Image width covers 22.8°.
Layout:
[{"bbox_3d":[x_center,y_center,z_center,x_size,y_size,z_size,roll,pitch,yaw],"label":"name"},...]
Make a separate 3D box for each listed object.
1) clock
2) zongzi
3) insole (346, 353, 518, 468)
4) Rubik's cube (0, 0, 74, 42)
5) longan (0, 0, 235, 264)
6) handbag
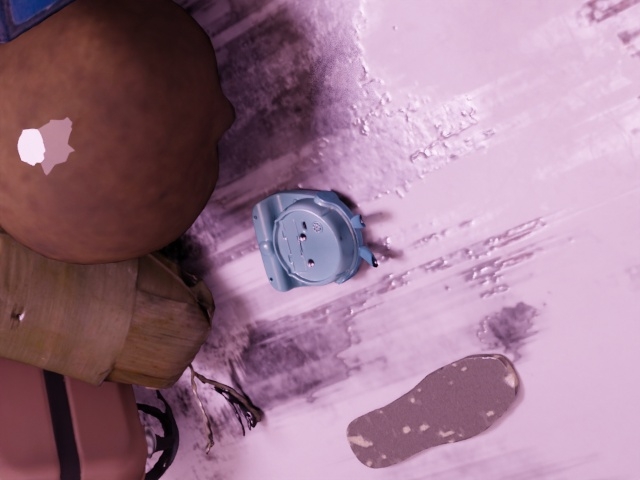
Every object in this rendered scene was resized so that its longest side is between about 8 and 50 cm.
[{"bbox_3d":[0.001,0.000,1.681,0.147,0.045,0.108,-3,109,37],"label":"clock"},{"bbox_3d":[-0.261,0.020,1.867,0.447,0.418,0.181,18,122,-18],"label":"zongzi"},{"bbox_3d":[0.118,0.186,1.698,0.248,0.011,0.081,-31,89,40],"label":"insole"},{"bbox_3d":[-0.338,-0.433,1.512,0.362,0.363,0.359,17,132,24],"label":"Rubik's cube"},{"bbox_3d":[-0.227,-0.125,1.643,0.297,0.297,0.297,15,118,31],"label":"longan"},{"bbox_3d":[-0.299,0.211,1.865,0.302,0.283,0.149,-111,36,-46],"label":"handbag"}]
